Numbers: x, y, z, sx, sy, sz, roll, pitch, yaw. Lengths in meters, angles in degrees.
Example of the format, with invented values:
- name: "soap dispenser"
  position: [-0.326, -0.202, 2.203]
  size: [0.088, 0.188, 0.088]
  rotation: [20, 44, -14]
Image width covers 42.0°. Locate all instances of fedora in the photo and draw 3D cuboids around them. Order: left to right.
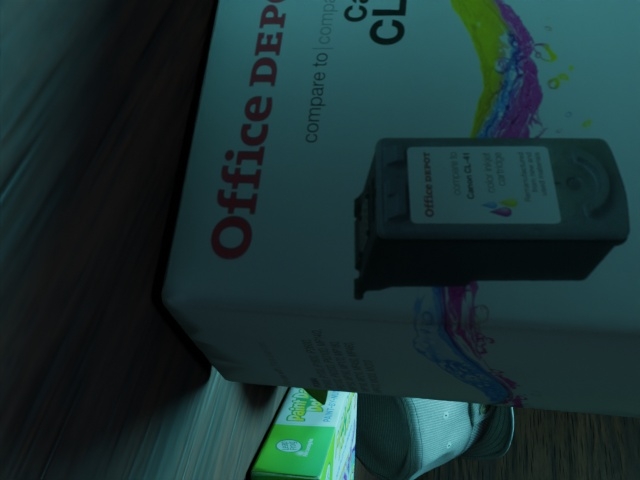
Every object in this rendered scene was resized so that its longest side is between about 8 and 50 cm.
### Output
- name: "fedora"
  position: [0.096, 0.196, 0.986]
  size: [0.124, 0.243, 0.275]
  rotation: [-41, 142, -36]

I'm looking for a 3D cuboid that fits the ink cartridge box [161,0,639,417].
- name: "ink cartridge box"
  position: [0.096, -0.037, 0.428]
  size: [0.131, 0.306, 0.226]
  rotation: [76, 18, -64]

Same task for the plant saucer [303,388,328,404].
- name: "plant saucer"
  position: [0.000, 0.000, 0.625]
  size: [0.241, 0.037, 0.241]
  rotation: [-174, -90, -90]

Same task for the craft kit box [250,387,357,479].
- name: "craft kit box"
  position: [-0.010, 0.249, 0.709]
  size: [0.250, 0.061, 0.247]
  rotation: [-57, 147, -74]
